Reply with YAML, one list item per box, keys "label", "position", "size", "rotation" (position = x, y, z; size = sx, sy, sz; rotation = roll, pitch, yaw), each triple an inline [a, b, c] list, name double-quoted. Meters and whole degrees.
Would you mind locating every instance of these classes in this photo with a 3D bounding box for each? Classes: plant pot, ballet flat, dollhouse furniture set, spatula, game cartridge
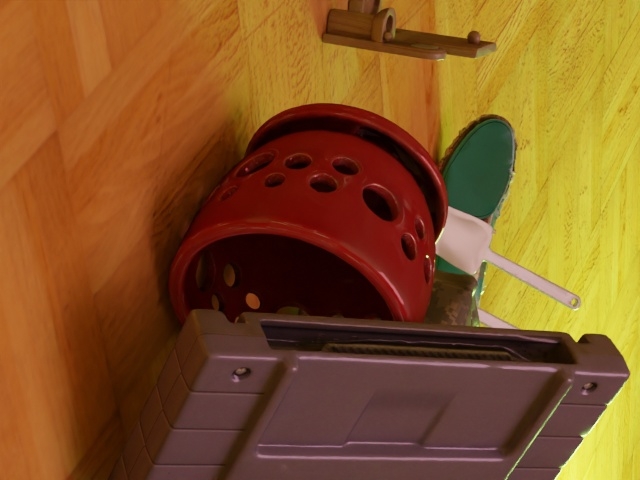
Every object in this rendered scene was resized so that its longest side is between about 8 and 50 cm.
- label: "plant pot"
  position: [0.000, 0.000, 1.321]
  size: [0.191, 0.191, 0.174]
  rotation: [80, 24, -44]
- label: "ballet flat"
  position: [0.146, -0.019, 1.844]
  size: [0.077, 0.091, 0.241]
  rotation: [-159, -95, -81]
- label: "dollhouse furniture set"
  position: [0.078, -0.235, 1.471]
  size: [0.144, 0.123, 0.151]
  rotation: [-28, 126, -63]
- label: "spatula"
  position: [0.174, 0.078, 1.814]
  size: [0.242, 0.019, 0.168]
  rotation: [27, 84, -33]
- label: "game cartridge"
  position: [0.031, 0.155, 1.272]
  size: [0.355, 0.068, 0.230]
  rotation: [5, 127, -29]

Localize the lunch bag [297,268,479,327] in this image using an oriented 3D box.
- label: "lunch bag"
  position: [0.043, 0.187, 1.555]
  size: [0.235, 0.169, 0.287]
  rotation: [-59, 156, -33]
